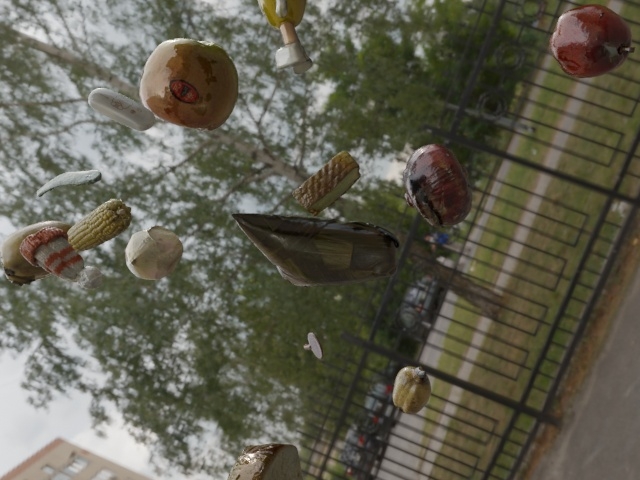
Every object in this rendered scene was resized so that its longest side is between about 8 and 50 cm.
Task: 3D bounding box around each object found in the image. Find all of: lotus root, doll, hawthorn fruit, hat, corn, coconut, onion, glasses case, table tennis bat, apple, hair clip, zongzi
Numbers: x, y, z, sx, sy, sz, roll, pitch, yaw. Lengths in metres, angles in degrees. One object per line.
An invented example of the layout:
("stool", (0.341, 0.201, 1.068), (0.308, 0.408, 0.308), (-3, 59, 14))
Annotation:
("lotus root", (-0.827, 0.020, 2.127), (0.310, 0.183, 0.183), (-24, -35, -33))
("doll", (-0.109, -0.709, 2.105), (0.348, 0.161, 0.423), (76, -178, -70))
("hawthorn fruit", (0.670, -0.484, 1.686), (0.185, 0.202, 0.185), (-18, -57, -30))
("hat", (-0.523, 0.048, 1.425), (0.093, 0.162, 0.112), (-48, -5, -6))
("corn", (-0.599, -0.033, 1.856), (0.260, 0.091, 0.091), (-24, 9, 41))
("coconut", (-0.345, 0.027, 1.419), (0.124, 0.110, 0.110), (-35, -34, -63))
("lotus root", (0.301, 0.478, 2.251), (0.118, 0.125, 0.221), (-52, -18, -50))
("onion", (0.332, -0.153, 1.977), (0.246, 0.190, 0.246), (60, -168, -23))
("glasses case", (-0.560, -0.370, 1.953), (0.074, 0.193, 0.049), (-62, 0, -41))
("table tennis bat", (-0.026, 0.367, 2.403), (0.019, 0.098, 0.154), (-23, -3, -22))
("apple", (-0.440, -0.539, 2.356), (0.338, 0.338, 0.305), (-31, -39, -78))
("hair clip", (-0.716, -0.163, 1.951), (0.066, 0.229, 0.036), (-81, -29, -42))
("zongzi", (0.000, 0.000, 2.039), (0.432, 0.403, 0.208), (41, -128, -56))

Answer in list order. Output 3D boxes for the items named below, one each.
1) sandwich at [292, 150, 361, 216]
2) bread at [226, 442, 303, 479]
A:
("sandwich", (0.021, -0.145, 1.811), (0.186, 0.065, 0.214), (-41, -6, 5))
("bread", (-0.096, 0.470, 1.207), (0.236, 0.070, 0.236), (-4, -90, -69))
